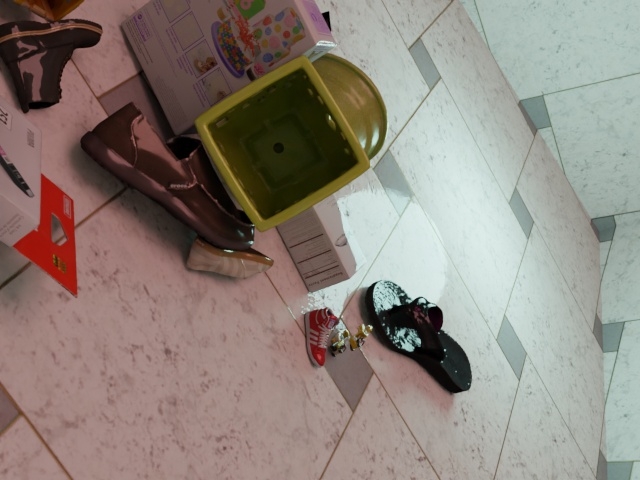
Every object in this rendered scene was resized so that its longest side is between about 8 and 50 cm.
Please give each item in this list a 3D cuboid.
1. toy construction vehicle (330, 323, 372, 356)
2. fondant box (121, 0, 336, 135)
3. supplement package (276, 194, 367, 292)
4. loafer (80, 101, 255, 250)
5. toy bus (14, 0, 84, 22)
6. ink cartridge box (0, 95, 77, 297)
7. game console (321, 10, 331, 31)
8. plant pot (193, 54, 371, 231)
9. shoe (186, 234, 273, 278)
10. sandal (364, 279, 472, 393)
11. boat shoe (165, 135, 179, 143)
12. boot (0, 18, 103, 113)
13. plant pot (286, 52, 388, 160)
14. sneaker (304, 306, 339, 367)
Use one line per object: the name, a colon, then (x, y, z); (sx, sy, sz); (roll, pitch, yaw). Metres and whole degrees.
toy construction vehicle: (0.061, 0.200, 1.882); (0.035, 0.086, 0.098); (57, 32, -5)
fondant box: (-0.168, -0.368, 1.627); (0.238, 0.330, 0.096); (64, 27, 4)
supplement package: (0.000, 0.000, 1.897); (0.179, 0.105, 0.105); (63, 30, -8)
loafer: (-0.224, -0.104, 1.535); (0.366, 0.130, 0.134); (37, 0, -41)
toy bus: (-0.445, -0.449, 1.439); (0.202, 0.104, 0.191); (52, 18, -25)
ink cartridge box: (-0.403, -0.078, 1.242); (0.239, 0.060, 0.275); (44, 12, -33)
game console: (-0.127, -0.352, 1.843); (0.044, 0.213, 0.361); (60, 42, -23)
plant pot: (-0.066, -0.164, 1.607); (0.228, 0.227, 0.207); (59, 0, -3)
shoe: (-0.166, 0.034, 1.665); (0.076, 0.058, 0.219); (31, 9, 32)
sandal: (0.259, 0.215, 2.168); (0.446, 0.107, 0.167); (39, 40, -39)
boat shoe: (-0.242, -0.172, 1.693); (0.100, 0.035, 0.035); (20, 54, -52)
boot: (-0.420, -0.276, 1.454); (0.198, 0.077, 0.137); (-20, 93, -47)
plant pot: (-0.036, -0.204, 1.859); (0.276, 0.276, 0.254); (56, 44, -19)
sneaker: (0.007, 0.190, 1.819); (0.042, 0.067, 0.118); (20, 54, -52)
